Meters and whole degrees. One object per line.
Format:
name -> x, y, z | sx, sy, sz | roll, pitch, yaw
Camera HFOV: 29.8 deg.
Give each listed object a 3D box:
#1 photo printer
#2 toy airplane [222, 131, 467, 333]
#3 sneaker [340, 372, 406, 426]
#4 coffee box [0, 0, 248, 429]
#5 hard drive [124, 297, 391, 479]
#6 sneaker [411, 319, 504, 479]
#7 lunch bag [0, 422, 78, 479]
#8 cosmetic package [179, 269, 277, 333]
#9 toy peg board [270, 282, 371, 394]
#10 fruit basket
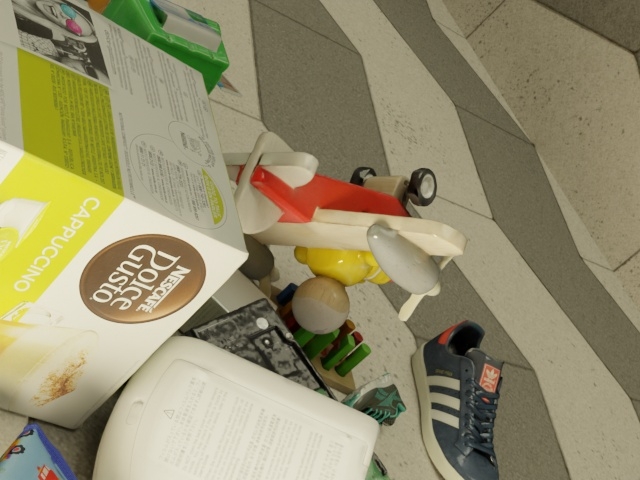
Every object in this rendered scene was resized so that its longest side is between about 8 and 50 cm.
photo printer -> -0.103, 0.264, 1.407 | 0.307, 0.107, 0.256 | 25, 50, -7
toy airplane -> 0.000, 0.000, 1.758 | 0.384, 0.272, 0.386 | 8, -3, -5
sneaker -> 0.089, 0.260, 1.889 | 0.076, 0.065, 0.166 | 56, 28, 11
coffee box -> -0.331, -0.048, 1.366 | 0.334, 0.337, 0.338 | 26, 31, -37
hard drive -> -0.075, 0.255, 1.550 | 0.237, 0.064, 0.339 | -23, 68, -40
sneaker -> 0.254, 0.273, 2.019 | 0.131, 0.148, 0.350 | 29, 30, -33
lunch bag -> -0.254, 0.363, 1.149 | 0.293, 0.138, 0.221 | 50, 21, -14
cosmetic package -> -0.179, 0.065, 1.735 | 0.231, 0.085, 0.117 | 42, 25, -6
toy peg board -> 0.001, 0.138, 1.912 | 0.161, 0.079, 0.161 | 30, 30, -32
fruit basket -> -0.320, -0.400, 2.119 | 0.327, 0.165, 0.353 | 16, 35, -47
